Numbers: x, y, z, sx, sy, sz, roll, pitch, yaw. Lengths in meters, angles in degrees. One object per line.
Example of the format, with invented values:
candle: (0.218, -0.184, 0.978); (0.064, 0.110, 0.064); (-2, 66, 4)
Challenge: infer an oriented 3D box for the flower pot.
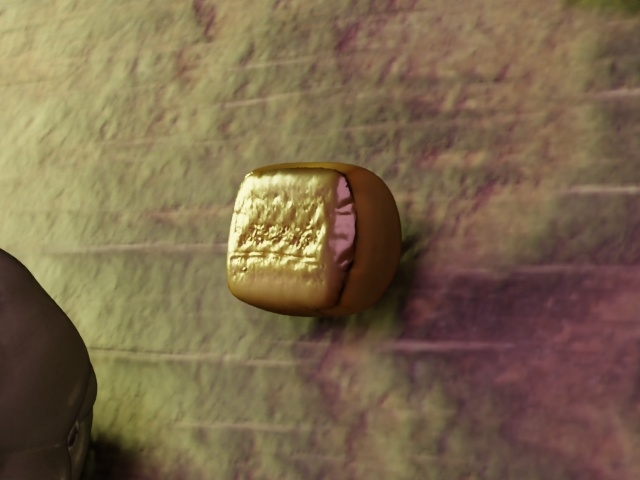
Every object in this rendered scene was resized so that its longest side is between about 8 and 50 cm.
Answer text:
flower pot: (-0.248, 0.100, 0.796); (0.246, 0.246, 0.195); (2, 41, 42)

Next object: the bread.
bread: (0.000, 0.000, 0.771); (0.115, 0.056, 0.082); (-5, 79, 53)
